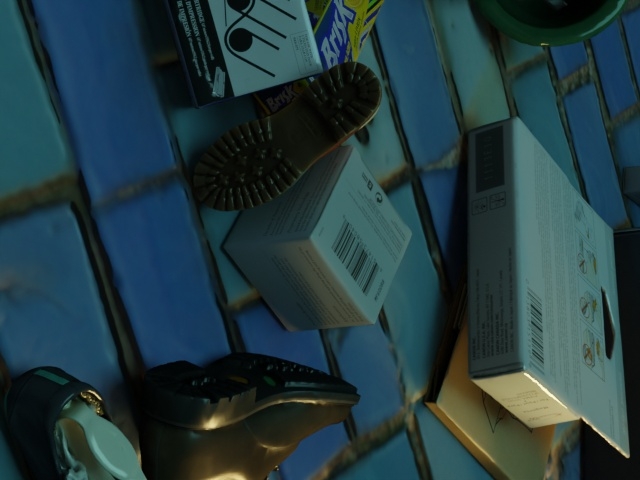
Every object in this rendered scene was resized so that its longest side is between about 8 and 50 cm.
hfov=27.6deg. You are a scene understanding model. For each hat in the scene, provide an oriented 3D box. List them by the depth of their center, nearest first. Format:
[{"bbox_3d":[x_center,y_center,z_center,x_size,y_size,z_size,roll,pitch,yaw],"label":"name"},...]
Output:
[{"bbox_3d":[0.234,-0.279,1.415,0.208,0.183,0.173,-19,87,-10],"label":"hat"}]

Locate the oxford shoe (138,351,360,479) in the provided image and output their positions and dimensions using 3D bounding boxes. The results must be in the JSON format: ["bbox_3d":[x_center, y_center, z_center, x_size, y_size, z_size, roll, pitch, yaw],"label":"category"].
[{"bbox_3d":[-0.053,0.134,0.929,0.227,0.082,0.096,-1,105,-54],"label":"oxford shoe"}]

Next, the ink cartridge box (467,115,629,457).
[{"bbox_3d":[0.224,0.053,1.278,0.239,0.060,0.275,41,43,-45],"label":"ink cartridge box"}]

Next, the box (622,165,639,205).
[{"bbox_3d":[0.481,-0.060,1.567,0.145,0.186,0.038,28,62,-48],"label":"box"}]

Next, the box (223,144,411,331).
[{"bbox_3d":[0.000,0.000,0.999,0.101,0.087,0.102,54,44,-32],"label":"box"}]

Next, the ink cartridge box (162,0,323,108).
[{"bbox_3d":[-0.073,-0.207,0.935,0.097,0.046,0.207,-16,99,-8],"label":"ink cartridge box"}]

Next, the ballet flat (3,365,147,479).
[{"bbox_3d":[-0.129,0.168,0.812,0.074,0.074,0.203,-45,119,-47],"label":"ballet flat"}]

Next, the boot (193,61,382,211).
[{"bbox_3d":[-0.020,-0.073,0.966,0.059,0.158,0.084,58,8,0],"label":"boot"}]

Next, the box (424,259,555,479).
[{"bbox_3d":[0.175,0.140,1.261,0.201,0.021,0.164,49,48,-37],"label":"box"}]

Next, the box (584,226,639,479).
[{"bbox_3d":[0.445,0.179,1.481,0.312,0.179,0.343,21,67,-50],"label":"box"}]

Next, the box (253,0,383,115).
[{"bbox_3d":[0.000,-0.173,1.056,0.054,0.059,0.169,52,46,-34],"label":"box"}]
